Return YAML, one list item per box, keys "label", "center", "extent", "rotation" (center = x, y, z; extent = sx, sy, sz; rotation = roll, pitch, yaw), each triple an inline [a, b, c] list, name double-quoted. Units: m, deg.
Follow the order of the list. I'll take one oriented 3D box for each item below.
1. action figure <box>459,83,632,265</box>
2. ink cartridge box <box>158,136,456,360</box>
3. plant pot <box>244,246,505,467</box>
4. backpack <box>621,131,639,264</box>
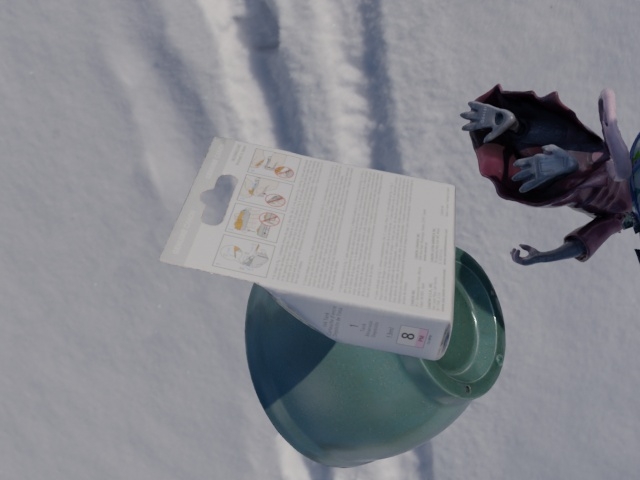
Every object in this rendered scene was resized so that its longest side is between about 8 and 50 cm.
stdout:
- label: "action figure"
  center: [0.374, -0.107, 1.171]
  extent: [0.370, 0.248, 0.276]
  rotation: [20, 151, -40]
- label: "ink cartridge box"
  center: [0.000, 0.000, 0.716]
  extent: [0.233, 0.189, 0.066]
  rotation: [8, 130, 4]
- label: "plant pot"
  center: [0.087, 0.108, 0.961]
  extent: [0.196, 0.293, 0.293]
  rotation: [-20, 109, 43]
- label: "backpack"
  center: [0.498, -0.024, 0.953]
  extent: [0.290, 0.355, 0.273]
  rotation: [-33, 98, 28]
